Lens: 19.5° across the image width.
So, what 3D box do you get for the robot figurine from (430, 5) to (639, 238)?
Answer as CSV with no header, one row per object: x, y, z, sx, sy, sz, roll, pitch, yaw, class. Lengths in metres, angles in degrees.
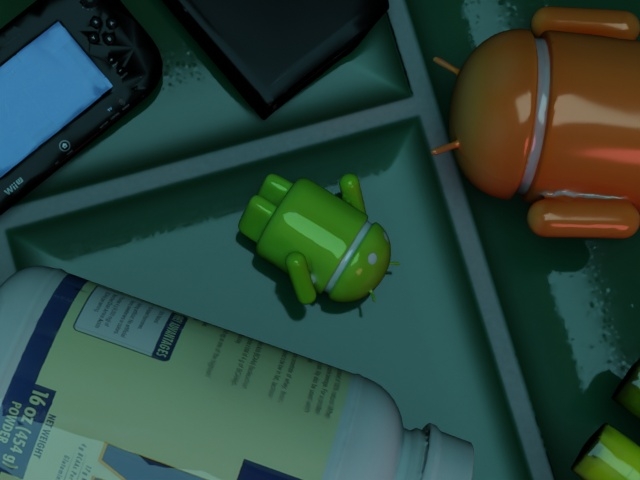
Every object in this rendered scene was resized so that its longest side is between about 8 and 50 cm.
0.188,-0.087,1.339,0.219,0.128,0.158,6,101,-4,robot figurine

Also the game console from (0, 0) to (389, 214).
-0.143,-0.140,1.363,0.361,0.044,0.213,-40,86,-9,game console

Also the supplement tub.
-0.085,0.172,1.219,0.325,0.235,0.235,19,80,-1,supplement tub

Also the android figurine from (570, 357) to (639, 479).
0.306,0.197,1.276,0.273,0.056,0.248,35,43,3,android figurine

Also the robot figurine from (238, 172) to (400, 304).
0.000,0.000,1.338,0.115,0.067,0.101,32,50,2,robot figurine
